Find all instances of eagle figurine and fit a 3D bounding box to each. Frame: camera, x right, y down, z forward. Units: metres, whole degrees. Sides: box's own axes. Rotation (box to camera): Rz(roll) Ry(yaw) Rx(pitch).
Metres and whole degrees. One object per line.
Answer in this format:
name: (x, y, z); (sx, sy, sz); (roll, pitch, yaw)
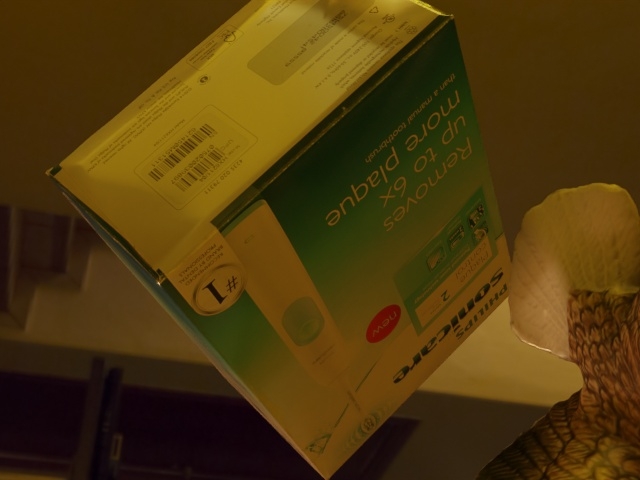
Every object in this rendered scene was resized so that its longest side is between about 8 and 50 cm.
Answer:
eagle figurine: (0.159, 0.097, 0.367); (0.298, 0.225, 0.226); (-28, 104, -54)

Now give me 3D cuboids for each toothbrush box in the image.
toothbrush box: (0.000, 0.000, 0.604); (0.126, 0.216, 0.295); (39, -15, 35)
